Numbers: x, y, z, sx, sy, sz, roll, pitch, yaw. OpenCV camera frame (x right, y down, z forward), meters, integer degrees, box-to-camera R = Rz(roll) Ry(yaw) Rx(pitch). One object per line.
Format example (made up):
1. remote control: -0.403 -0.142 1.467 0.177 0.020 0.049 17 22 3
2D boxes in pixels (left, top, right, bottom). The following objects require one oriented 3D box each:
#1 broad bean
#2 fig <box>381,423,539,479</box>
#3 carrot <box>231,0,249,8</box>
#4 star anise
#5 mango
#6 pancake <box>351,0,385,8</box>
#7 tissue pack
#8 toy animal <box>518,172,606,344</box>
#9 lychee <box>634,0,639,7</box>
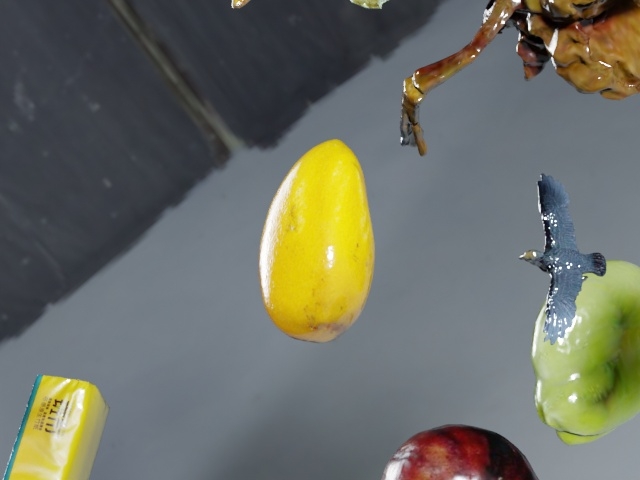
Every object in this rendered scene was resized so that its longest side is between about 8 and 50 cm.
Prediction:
1. broad bean: 0.417 0.164 2.163 0.291 0.238 0.119 -58 22 -16
2. fig: 0.145 0.285 1.466 0.186 0.249 0.204 0 88 9
3. carrot: -0.051 -0.416 1.982 0.061 0.061 0.257 8 54 47
4. star anise: 0.196 -0.192 1.345 0.346 0.237 0.148 -35 11 33
5. mango: 0.000 0.000 1.554 0.144 0.112 0.219 4 85 54
6. pancake: 0.082 -0.408 2.130 0.129 0.022 0.116 -46 65 4
7. tissue pack: -0.315 0.256 1.713 0.082 0.120 0.169 12 68 6
8. toy animal: 0.295 0.026 1.770 0.062 0.108 0.220 -20 58 44
9. lychee: 0.392 -0.287 1.595 0.188 0.188 0.188 -24 36 18
